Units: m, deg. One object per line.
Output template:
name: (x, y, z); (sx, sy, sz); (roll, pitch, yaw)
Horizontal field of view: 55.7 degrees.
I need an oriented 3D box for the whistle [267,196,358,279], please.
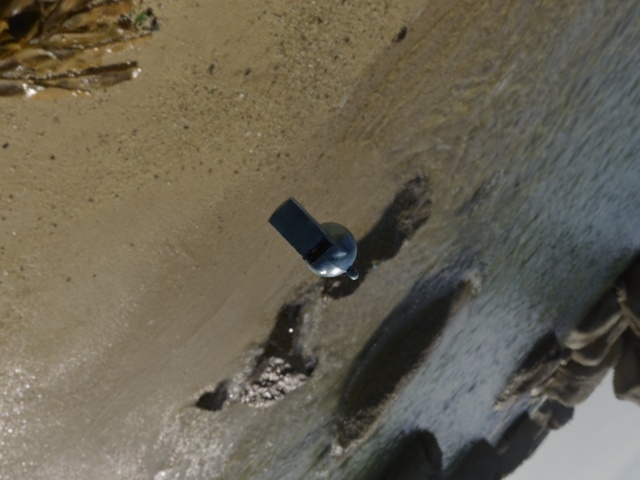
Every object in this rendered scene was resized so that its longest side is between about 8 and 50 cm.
whistle: (0.000, 0.000, 0.901); (0.090, 0.158, 0.090); (-44, -178, 2)
